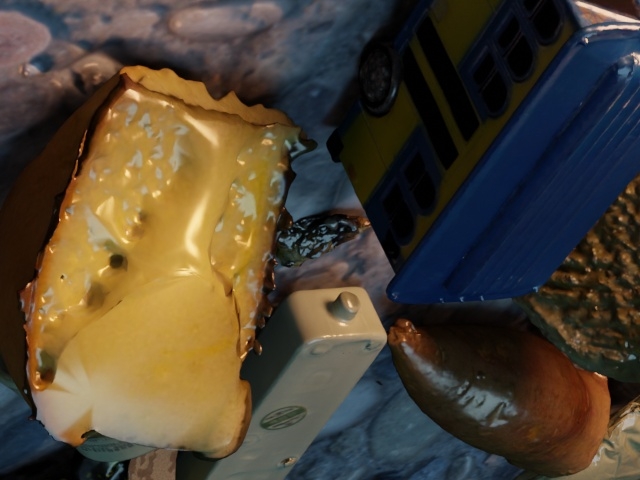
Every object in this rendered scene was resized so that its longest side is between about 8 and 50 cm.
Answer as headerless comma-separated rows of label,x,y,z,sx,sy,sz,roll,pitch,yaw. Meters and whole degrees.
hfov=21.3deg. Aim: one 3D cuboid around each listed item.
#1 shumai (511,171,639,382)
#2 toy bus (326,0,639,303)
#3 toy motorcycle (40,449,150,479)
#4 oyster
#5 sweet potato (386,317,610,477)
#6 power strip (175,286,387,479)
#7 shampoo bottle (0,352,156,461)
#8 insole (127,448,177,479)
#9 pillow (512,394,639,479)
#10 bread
shumai,0.284,-0.004,1.391,0.260,0.225,0.222,-26,172,38
toy bus,0.132,-0.098,1.158,0.138,0.175,0.288,-2,144,-31
toy motorcycle,-0.260,0.307,1.574,0.342,0.142,0.206,-38,127,-4
oyster,0.003,-0.001,1.380,0.083,0.019,0.054,-21,149,-1
sweet potato,0.167,0.139,1.603,0.131,0.131,0.336,-33,149,18
power strip,-0.049,0.159,1.556,0.091,0.062,0.385,-1,144,-30
shampoo bottle,-0.174,0.118,1.391,0.118,0.087,0.234,-23,149,3
insole,-0.154,0.230,1.525,0.065,0.006,0.193,1,100,-34
pillow,0.360,0.198,1.812,0.281,0.076,0.274,-39,159,24
bread,-0.134,0.010,1.182,0.204,0.162,0.262,14,92,-42
